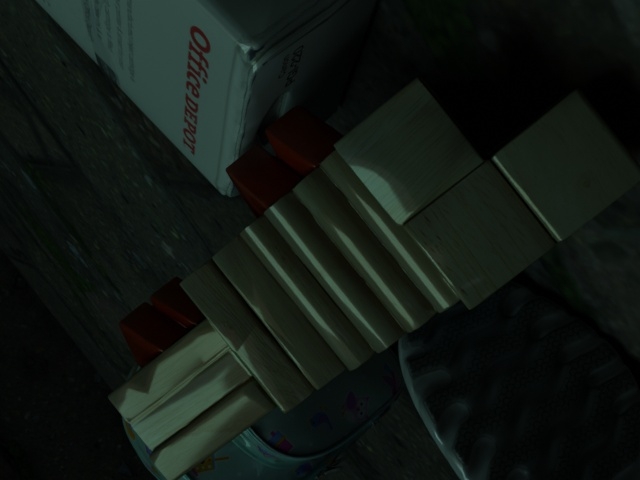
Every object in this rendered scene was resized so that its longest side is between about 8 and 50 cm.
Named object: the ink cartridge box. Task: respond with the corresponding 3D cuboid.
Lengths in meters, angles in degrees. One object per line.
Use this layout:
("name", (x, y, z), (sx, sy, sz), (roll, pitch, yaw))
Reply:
("ink cartridge box", (-0.081, -0.147, 0.512), (0.218, 0.092, 0.158), (48, 160, 9))

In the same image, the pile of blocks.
("pile of blocks", (0.000, 0.000, 0.521), (0.112, 0.149, 0.362), (52, 136, -1))

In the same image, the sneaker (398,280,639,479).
("sneaker", (0.142, 0.140, 0.548), (0.281, 0.105, 0.115), (48, 166, 11))

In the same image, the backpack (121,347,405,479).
("backpack", (-0.046, 0.106, 0.748), (0.166, 0.188, 0.144), (51, 160, -3))
